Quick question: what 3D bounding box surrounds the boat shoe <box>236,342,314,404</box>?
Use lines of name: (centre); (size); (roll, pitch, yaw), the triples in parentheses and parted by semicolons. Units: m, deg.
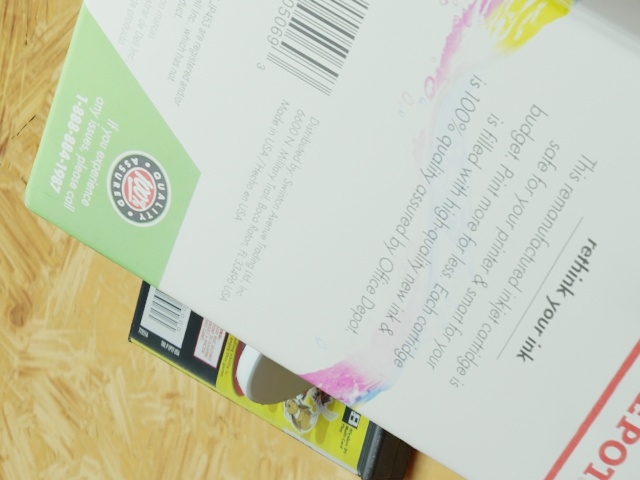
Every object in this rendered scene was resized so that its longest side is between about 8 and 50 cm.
boat shoe: (0.000, 0.000, 0.874); (0.183, 0.065, 0.083); (-57, 46, 17)

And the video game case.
video game case: (-0.006, -0.027, 0.953); (0.248, 0.035, 0.275); (24, 101, 47)

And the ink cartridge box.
ink cartridge box: (0.082, -0.022, 0.603); (0.353, 0.119, 0.207); (32, 129, 8)
